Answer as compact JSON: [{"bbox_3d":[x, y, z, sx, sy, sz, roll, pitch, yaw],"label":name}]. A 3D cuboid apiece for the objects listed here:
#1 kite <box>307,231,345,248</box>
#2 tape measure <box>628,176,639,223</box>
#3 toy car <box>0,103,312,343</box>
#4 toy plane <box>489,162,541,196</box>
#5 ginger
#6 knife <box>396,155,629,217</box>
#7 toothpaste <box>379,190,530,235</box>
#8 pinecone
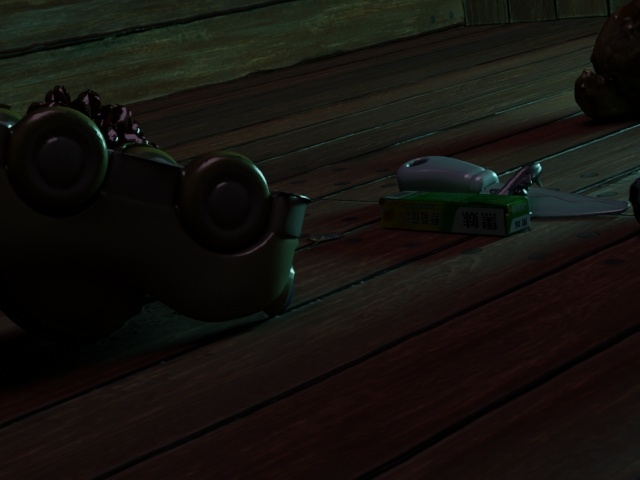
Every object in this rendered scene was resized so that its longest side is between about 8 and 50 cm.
[{"bbox_3d":[0.006,-0.001,1.543,0.044,0.002,0.078,-8,11,0],"label":"kite"},{"bbox_3d":[0.348,-0.037,1.372,0.091,0.054,0.094,2,17,15],"label":"tape measure"},{"bbox_3d":[-0.209,0.007,1.263,0.336,0.226,0.242,15,-2,-31],"label":"toy car"},{"bbox_3d":[0.214,-0.059,1.528,0.083,0.031,0.078,-31,6,-31],"label":"toy plane"},{"bbox_3d":[0.534,-0.298,2.087,0.375,0.256,0.176,-26,52,-16],"label":"ginger"},{"bbox_3d":[0.202,-0.052,1.589,0.080,0.044,0.331,-24,23,-31],"label":"knife"},{"bbox_3d":[0.142,-0.030,1.514,0.178,0.037,0.043,5,15,45],"label":"toothpaste"},{"bbox_3d":[-0.259,-0.055,1.515,0.221,0.221,0.221,-8,12,2],"label":"pinecone"}]
